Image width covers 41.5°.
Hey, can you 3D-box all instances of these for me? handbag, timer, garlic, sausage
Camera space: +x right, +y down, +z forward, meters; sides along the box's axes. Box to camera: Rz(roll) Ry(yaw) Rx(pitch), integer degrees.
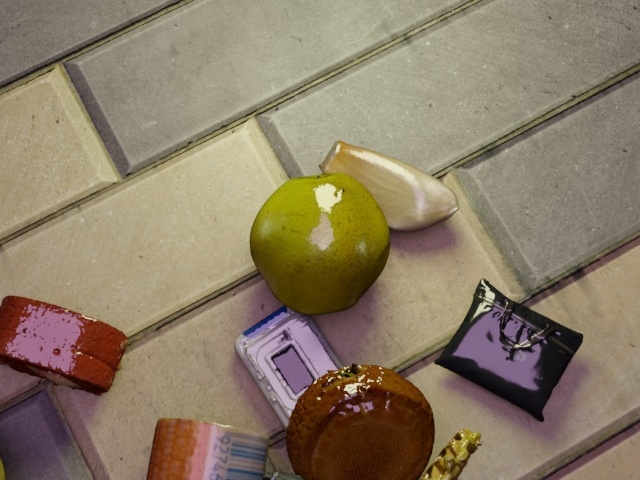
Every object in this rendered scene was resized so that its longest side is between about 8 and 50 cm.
[{"bbox_3d":[0.398,0.226,1.768,0.254,0.089,0.211,28,83,6],"label":"handbag"},{"bbox_3d":[-0.050,0.267,1.759,0.178,0.078,0.253,-34,79,-8],"label":"timer"},{"bbox_3d":[0.143,-0.110,1.841,0.318,0.112,0.143,25,98,4],"label":"garlic"},{"bbox_3d":[-0.226,0.497,1.617,0.233,0.233,0.287,6,74,1],"label":"sausage"}]

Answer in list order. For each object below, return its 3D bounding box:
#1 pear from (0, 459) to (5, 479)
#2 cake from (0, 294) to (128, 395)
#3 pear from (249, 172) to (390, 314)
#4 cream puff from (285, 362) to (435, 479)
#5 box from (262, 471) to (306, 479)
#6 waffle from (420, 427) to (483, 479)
[{"bbox_3d":[-0.754,0.458,1.584,0.309,0.309,0.309,0,75,0],"label":"pear"},{"bbox_3d":[-0.542,0.213,1.718,0.282,0.177,0.151,18,76,3],"label":"cake"},{"bbox_3d":[0.000,0.000,1.733,0.294,0.294,0.294,0,75,0],"label":"pear"},{"bbox_3d":[0.071,0.369,1.626,0.302,0.212,0.303,-4,113,-9],"label":"cream puff"},{"bbox_3d":[-0.031,0.555,1.563,0.163,0.243,0.135,0,43,42],"label":"box"},{"bbox_3d":[0.208,0.472,1.595,0.058,0.301,0.282,37,81,14],"label":"waffle"}]
